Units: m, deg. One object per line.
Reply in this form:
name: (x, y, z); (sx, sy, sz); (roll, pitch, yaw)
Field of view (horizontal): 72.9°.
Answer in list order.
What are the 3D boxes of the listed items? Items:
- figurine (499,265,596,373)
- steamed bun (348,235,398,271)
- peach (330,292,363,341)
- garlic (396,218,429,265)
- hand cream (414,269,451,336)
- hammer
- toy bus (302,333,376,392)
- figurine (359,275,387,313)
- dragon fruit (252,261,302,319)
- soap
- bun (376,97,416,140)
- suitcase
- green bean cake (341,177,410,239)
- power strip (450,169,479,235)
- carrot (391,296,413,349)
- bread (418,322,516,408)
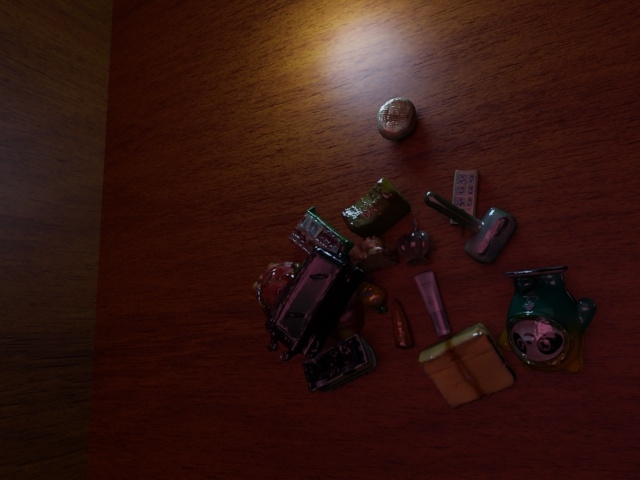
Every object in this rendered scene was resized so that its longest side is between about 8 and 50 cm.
figurine: (0.725, 0.260, 1.411); (0.324, 0.232, 0.339); (-11, 83, 51)
steamed bun: (0.206, 0.052, 1.745); (0.192, 0.178, 0.106); (-25, 60, 33)
peach: (0.082, 0.288, 1.818); (0.189, 0.068, 0.279); (-21, 71, 21)
garlic: (0.372, -0.006, 1.700); (0.131, 0.127, 0.194); (-6, 58, 30)
hand cream: (0.431, 0.238, 1.653); (0.080, 0.048, 0.255); (-24, 69, 23)
hammer: (0.524, -0.074, 1.581); (0.336, 0.119, 0.206); (33, 95, 9)
toy bus: (0.084, 0.496, 1.722); (0.276, 0.165, 0.133); (-32, 53, 18)
figurine: (0.204, 0.223, 1.740); (0.095, 0.115, 0.156); (-29, 70, 31)
dragon fruit: (-0.163, 0.209, 1.835); (0.263, 0.296, 0.314); (34, 86, 43)
soap: (-0.001, 0.000, 1.897); (0.273, 0.098, 0.217); (40, 100, 27)
bun: (0.321, -0.507, 1.825); (0.164, 0.111, 0.188); (8, 81, 11)
suitcase: (-0.017, 0.232, 1.628); (0.194, 0.283, 0.433); (33, 93, 26)
green bean cake: (0.220, -0.122, 1.732); (0.236, 0.233, 0.124); (-41, 59, 14)
power strip: (0.554, -0.148, 1.669); (0.092, 0.034, 0.267); (4, 82, 28)
carrot: (0.308, 0.322, 1.698); (0.072, 0.072, 0.204); (-20, 66, 23)
bread: (0.507, 0.447, 1.502); (0.264, 0.198, 0.235); (-33, 75, 21)
